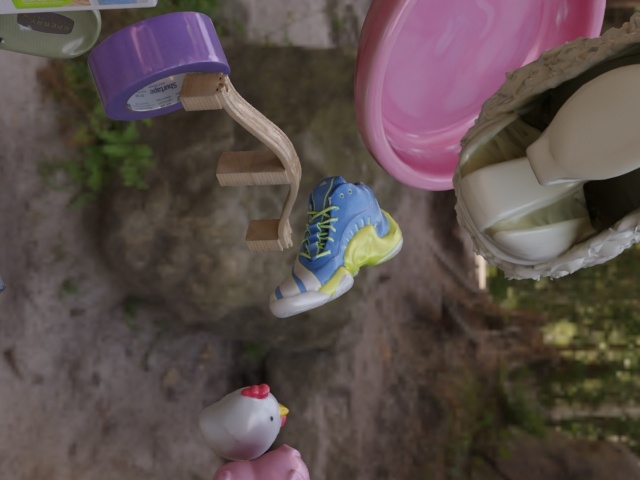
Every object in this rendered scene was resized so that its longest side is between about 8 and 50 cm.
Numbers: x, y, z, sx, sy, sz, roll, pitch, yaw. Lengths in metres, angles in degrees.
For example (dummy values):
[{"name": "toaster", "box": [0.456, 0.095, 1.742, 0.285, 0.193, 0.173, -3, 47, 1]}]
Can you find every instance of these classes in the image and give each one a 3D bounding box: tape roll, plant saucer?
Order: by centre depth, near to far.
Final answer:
[{"name": "plant saucer", "box": [0.161, -0.214, 1.356, 0.084, 0.332, 0.332, 42, -24, 40]}, {"name": "tape roll", "box": [-0.229, -0.246, 1.793, 0.189, 0.189, 0.080, 24, 44, -76]}]

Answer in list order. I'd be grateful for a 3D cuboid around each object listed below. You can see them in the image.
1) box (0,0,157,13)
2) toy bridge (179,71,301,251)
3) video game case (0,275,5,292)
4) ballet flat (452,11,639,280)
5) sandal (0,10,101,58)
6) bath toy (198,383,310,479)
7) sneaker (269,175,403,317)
[{"name": "box", "box": [-0.241, -0.257, 1.027, 0.114, 0.203, 0.103, 81, 7, -69]}, {"name": "toy bridge", "box": [-0.048, -0.055, 0.972, 0.188, 0.063, 0.026, 68, 26, -48]}, {"name": "video game case", "box": [-0.431, 0.099, 1.020, 0.275, 0.248, 0.035, -35, 106, -48]}, {"name": "ballet flat", "box": [0.159, -0.060, 0.758, 0.409, 0.147, 0.147, 143, -46, -63]}, {"name": "sandal", "box": [-0.382, -0.251, 1.413, 0.086, 0.302, 0.120, 60, -42, 40]}, {"name": "bath toy", "box": [-0.070, 0.329, 1.631, 0.129, 0.151, 0.348, -57, -147, 37]}, {"name": "sneaker", "box": [0.000, 0.000, 1.501, 0.240, 0.091, 0.126, -33, 99, -51]}]
